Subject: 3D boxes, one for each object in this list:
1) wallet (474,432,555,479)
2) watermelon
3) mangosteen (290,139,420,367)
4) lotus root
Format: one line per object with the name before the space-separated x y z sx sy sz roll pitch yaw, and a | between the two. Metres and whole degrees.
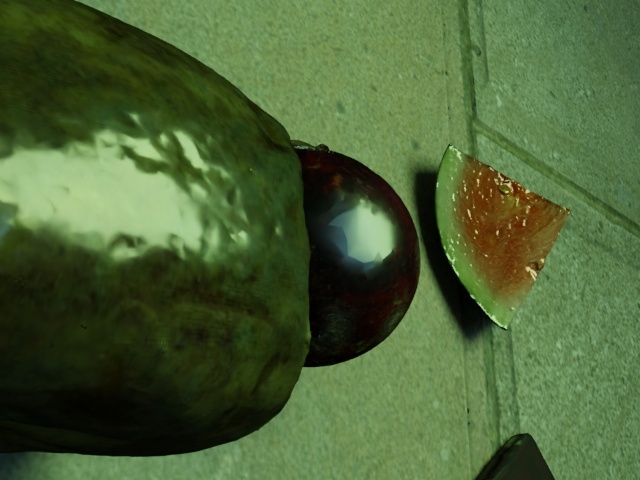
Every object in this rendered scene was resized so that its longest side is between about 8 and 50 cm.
wallet | 0.206 0.316 0.809 0.182 0.049 0.229 -25 91 -50
watermelon | 0.174 -0.017 0.891 0.145 0.137 0.193 28 44 8
mangosteen | -0.003 0.009 0.630 0.184 0.172 0.173 -9 79 -69
lotus root | -0.187 -0.008 0.377 0.346 0.250 0.251 6 69 -44
